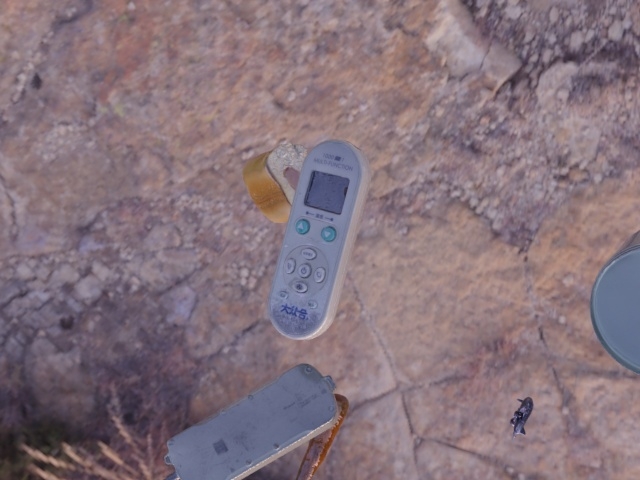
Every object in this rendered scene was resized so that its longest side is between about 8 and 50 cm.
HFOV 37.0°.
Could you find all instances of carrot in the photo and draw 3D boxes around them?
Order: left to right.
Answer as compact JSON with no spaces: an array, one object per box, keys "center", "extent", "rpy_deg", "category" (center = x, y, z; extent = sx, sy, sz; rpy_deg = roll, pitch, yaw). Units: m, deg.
[{"center":[0.001,0.365,1.717],"extent":[0.047,0.191,0.047],"rpy_deg":[22,160,8],"category":"carrot"}]

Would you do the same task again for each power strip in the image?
[{"center":[-0.081,0.219,1.081],"extent":[0.226,0.029,0.080],"rpy_deg":[-29,63,-5],"category":"power strip"}]

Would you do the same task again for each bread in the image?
[{"center":[-0.064,-0.102,1.701],"extent":[0.134,0.085,0.173],"rpy_deg":[57,158,-11],"category":"bread"}]

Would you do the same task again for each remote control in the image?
[{"center":[0.000,0.000,1.036],"extent":[0.078,0.042,0.222],"rpy_deg":[16,91,28],"category":"remote control"}]

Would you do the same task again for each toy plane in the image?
[{"center":[0.338,0.293,1.601],"extent":[0.031,0.083,0.079],"rpy_deg":[20,138,8],"category":"toy plane"}]

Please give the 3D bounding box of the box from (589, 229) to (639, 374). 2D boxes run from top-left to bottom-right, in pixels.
[{"center":[0.557,0.095,1.526],"extent":[0.226,0.149,0.226],"rpy_deg":[9,109,28],"category":"box"}]
